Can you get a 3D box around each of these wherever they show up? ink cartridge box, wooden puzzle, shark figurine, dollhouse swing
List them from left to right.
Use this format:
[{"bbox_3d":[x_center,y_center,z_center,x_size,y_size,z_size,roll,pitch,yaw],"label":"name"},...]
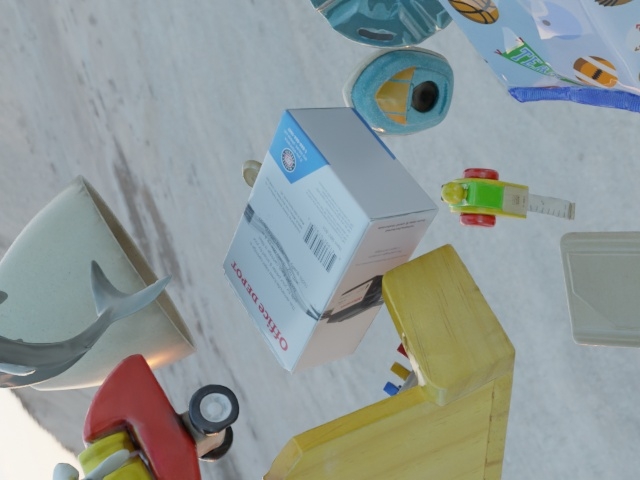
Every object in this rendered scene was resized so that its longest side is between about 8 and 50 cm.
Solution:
[{"bbox_3d":[-0.270,0.098,0.793,0.116,0.278,0.166,-3,86,44],"label":"shark figurine"},{"bbox_3d":[0.000,0.000,1.210,0.223,0.129,0.307,54,136,31],"label":"ink cartridge box"},{"bbox_3d":[0.062,0.242,1.094,0.315,0.305,0.346,-111,15,-54],"label":"dollhouse swing"},{"bbox_3d":[0.591,0.095,1.673,0.221,0.044,0.238,0,110,33],"label":"wooden puzzle"}]

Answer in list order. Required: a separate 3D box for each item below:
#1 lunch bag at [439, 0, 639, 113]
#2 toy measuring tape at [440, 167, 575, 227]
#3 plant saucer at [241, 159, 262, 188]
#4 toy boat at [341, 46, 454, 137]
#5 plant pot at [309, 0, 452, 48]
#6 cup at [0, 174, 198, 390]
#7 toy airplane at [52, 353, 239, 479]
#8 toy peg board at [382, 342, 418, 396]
[{"bbox_3d":[0.253,-0.348,0.692,0.239,0.385,0.328,22,165,49],"label":"lunch bag"},{"bbox_3d":[0.348,-0.074,1.650,0.121,0.330,0.121,-11,76,53],"label":"toy measuring tape"},{"bbox_3d":[-0.142,-0.138,1.881,0.083,0.015,0.083,21,138,21],"label":"plant saucer"},{"bbox_3d":[0.174,-0.359,1.726,0.148,0.268,0.318,34,128,51],"label":"toy boat"},{"bbox_3d":[0.125,-0.502,1.376,0.341,0.341,0.334,87,-164,-46],"label":"plant pot"},{"bbox_3d":[-0.380,0.097,1.334,0.331,0.237,0.331,56,172,11],"label":"cup"},{"bbox_3d":[-0.207,0.365,0.948,0.384,0.273,0.386,-130,37,-68],"label":"toy airplane"},{"bbox_3d":[0.174,0.225,1.480,0.079,0.160,0.161,34,-179,36],"label":"toy peg board"}]
